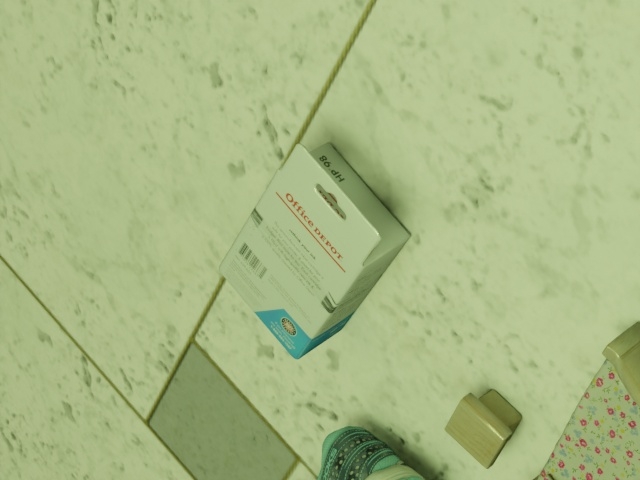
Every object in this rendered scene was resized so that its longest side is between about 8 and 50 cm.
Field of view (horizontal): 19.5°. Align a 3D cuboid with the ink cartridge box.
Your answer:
[{"bbox_3d":[0.000,0.000,1.469,0.104,0.060,0.180,50,140,13],"label":"ink cartridge box"}]

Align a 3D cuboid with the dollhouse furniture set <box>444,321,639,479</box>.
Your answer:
[{"bbox_3d":[0.225,0.181,1.258,0.355,0.174,0.303,42,137,20],"label":"dollhouse furniture set"}]

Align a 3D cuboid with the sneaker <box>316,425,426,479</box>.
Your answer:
[{"bbox_3d":[0.026,0.270,1.601,0.122,0.110,0.283,53,141,36],"label":"sneaker"}]
